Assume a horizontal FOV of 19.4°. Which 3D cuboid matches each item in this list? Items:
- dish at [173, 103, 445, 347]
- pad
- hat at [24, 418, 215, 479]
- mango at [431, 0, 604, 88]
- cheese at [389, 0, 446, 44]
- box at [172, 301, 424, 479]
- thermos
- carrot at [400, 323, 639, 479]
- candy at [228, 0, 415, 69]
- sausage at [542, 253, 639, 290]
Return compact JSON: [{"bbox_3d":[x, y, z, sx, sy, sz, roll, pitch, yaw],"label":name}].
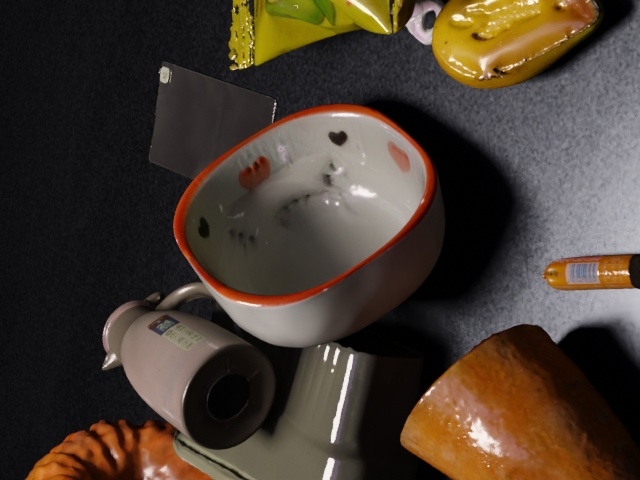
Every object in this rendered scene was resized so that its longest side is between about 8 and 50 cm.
[{"bbox_3d":[0.000,0.000,1.742,0.256,0.256,0.117,29,153,42],"label":"dish"},{"bbox_3d":[-0.117,-0.116,1.997,0.193,0.004,0.116,23,109,43],"label":"pad"},{"bbox_3d":[-0.217,0.400,1.950,0.285,0.285,0.400,45,126,35],"label":"hat"},{"bbox_3d":[0.171,-0.188,1.646,0.187,0.066,0.101,-14,74,41],"label":"mango"},{"bbox_3d":[0.045,-0.259,1.774,0.227,0.064,0.137,46,125,33],"label":"cheese"},{"bbox_3d":[-0.015,0.164,1.814,0.274,0.138,0.178,21,103,43],"label":"box"},{"bbox_3d":[-0.126,0.104,1.799,0.137,0.105,0.193,-50,38,-10],"label":"thermos"},{"bbox_3d":[0.202,0.192,1.593,0.225,0.159,0.159,43,122,23],"label":"carrot"},{"bbox_3d":[-0.002,-0.263,1.724,0.297,0.081,0.187,-3,89,56],"label":"candy"},{"bbox_3d":[0.233,0.028,1.616,0.107,0.031,0.031,-2,91,47],"label":"sausage"}]
